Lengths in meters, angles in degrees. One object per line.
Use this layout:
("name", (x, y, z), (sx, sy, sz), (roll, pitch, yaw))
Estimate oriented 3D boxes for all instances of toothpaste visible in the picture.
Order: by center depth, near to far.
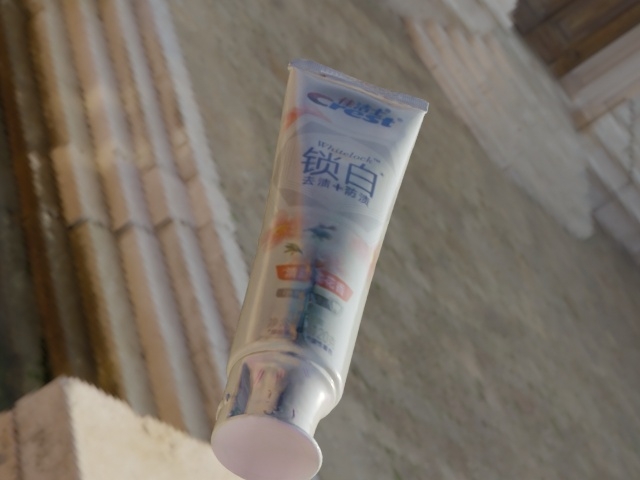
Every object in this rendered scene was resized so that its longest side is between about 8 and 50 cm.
("toothpaste", (0.000, 0.000, 0.811), (0.100, 0.066, 0.323), (17, 45, -3))
